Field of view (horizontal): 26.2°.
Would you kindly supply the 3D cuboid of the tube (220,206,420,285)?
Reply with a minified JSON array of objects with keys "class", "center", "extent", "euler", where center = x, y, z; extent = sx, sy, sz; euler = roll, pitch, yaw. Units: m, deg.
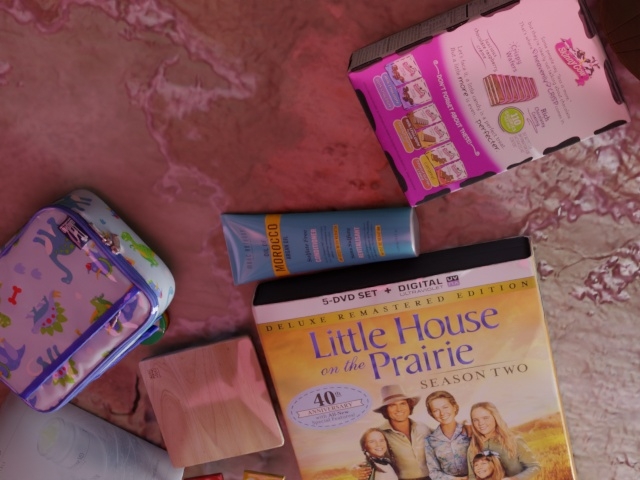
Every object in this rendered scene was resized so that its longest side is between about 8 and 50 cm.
[{"class":"tube","center":[0.000,0.000,1.449],"extent":[0.207,0.052,0.080],"euler":[-6,102,14]}]

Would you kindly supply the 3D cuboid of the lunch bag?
[{"class":"lunch bag","center":[-0.274,0.067,1.465],"extent":[0.219,0.090,0.176],"euler":[-40,96,23]}]

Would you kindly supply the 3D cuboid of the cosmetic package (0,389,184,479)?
[{"class":"cosmetic package","center":[-0.292,0.303,1.521],"extent":[0.225,0.224,0.138],"euler":[27,116,-9]}]

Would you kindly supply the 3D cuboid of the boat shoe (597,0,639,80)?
[{"class":"boat shoe","center":[0.291,-0.248,1.281],"extent":[0.080,0.073,0.223],"euler":[-18,112,42]}]

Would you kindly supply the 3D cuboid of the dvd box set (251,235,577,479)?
[{"class":"dvd box set","center":[0.122,0.214,1.531],"extent":[0.308,0.062,0.420],"euler":[-10,115,9]}]

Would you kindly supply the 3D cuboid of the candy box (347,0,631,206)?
[{"class":"candy box","center":[0.164,-0.151,1.342],"extent":[0.233,0.071,0.159],"euler":[-21,112,15]}]

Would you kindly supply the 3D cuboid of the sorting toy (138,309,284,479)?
[{"class":"sorting toy","center":[-0.115,0.183,1.537],"extent":[0.132,0.046,0.274],"euler":[-14,103,12]}]
